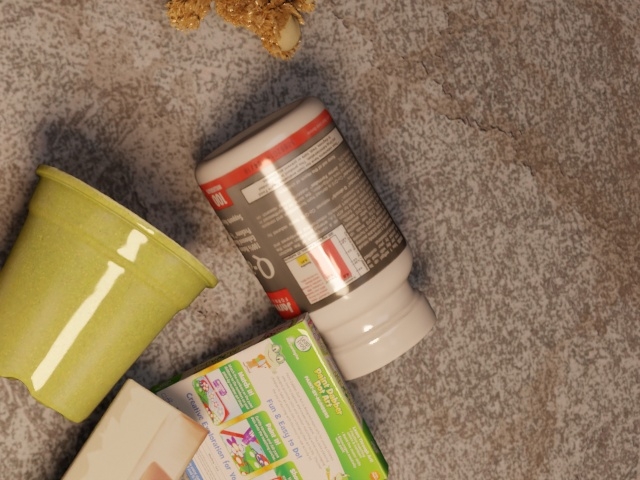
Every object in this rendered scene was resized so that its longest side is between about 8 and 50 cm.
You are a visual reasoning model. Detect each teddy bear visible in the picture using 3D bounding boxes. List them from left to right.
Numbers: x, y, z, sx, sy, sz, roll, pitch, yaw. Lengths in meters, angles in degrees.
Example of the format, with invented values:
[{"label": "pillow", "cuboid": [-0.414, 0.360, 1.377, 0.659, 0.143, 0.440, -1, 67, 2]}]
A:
[{"label": "teddy bear", "cuboid": [-0.137, -0.398, 2.173, 0.338, 0.113, 0.245, 14, 84, -33]}]

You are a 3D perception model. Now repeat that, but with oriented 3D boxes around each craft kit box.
[{"label": "craft kit box", "cuboid": [-0.071, 0.260, 2.062, 0.247, 0.061, 0.250, -25, 98, 12]}]

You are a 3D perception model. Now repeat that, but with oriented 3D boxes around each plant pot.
[{"label": "plant pot", "cuboid": [-0.313, 0.083, 1.937, 0.276, 0.276, 0.254, 36, 81, -19]}]

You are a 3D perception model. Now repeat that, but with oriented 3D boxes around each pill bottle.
[{"label": "pill bottle", "cuboid": [0.000, 0.000, 2.120, 0.210, 0.210, 0.363, -36, 100, -27]}]

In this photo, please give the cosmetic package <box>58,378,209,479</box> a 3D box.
[{"label": "cosmetic package", "cuboid": [-0.278, 0.337, 1.935, 0.129, 0.153, 0.296, 34, 76, -4]}]
